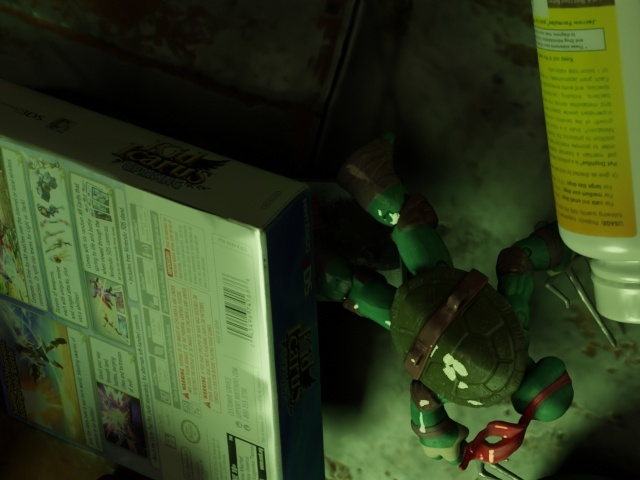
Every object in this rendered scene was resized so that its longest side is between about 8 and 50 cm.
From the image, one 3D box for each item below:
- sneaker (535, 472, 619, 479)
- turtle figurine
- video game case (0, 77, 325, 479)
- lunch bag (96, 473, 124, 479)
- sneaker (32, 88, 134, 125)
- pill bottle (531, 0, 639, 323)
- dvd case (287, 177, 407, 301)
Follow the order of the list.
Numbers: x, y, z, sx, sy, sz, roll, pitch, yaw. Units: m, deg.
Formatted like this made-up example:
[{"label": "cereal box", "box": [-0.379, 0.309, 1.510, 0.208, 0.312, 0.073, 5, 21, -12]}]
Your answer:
[{"label": "sneaker", "box": [0.186, 0.386, 1.002, 0.169, 0.257, 0.447, -10, 101, 26]}, {"label": "turtle figurine", "box": [0.092, 0.049, 1.011, 0.234, 0.118, 0.175, 41, 97, 16]}, {"label": "video game case", "box": [-0.117, 0.046, 1.075, 0.244, 0.061, 0.269, 19, 133, 24]}, {"label": "lunch bag", "box": [-0.199, 0.336, 1.152, 0.120, 0.258, 0.293, 27, 113, 8]}, {"label": "sneaker", "box": [-0.220, -0.059, 1.156, 0.209, 0.069, 0.082, 5, 133, 17]}, {"label": "pill bottle", "box": [0.190, -0.065, 0.939, 0.117, 0.117, 0.215, -2, 105, 24]}, {"label": "dvd case", "box": [0.000, 0.000, 1.101, 0.119, 0.013, 0.087, 3, 107, 23]}]
